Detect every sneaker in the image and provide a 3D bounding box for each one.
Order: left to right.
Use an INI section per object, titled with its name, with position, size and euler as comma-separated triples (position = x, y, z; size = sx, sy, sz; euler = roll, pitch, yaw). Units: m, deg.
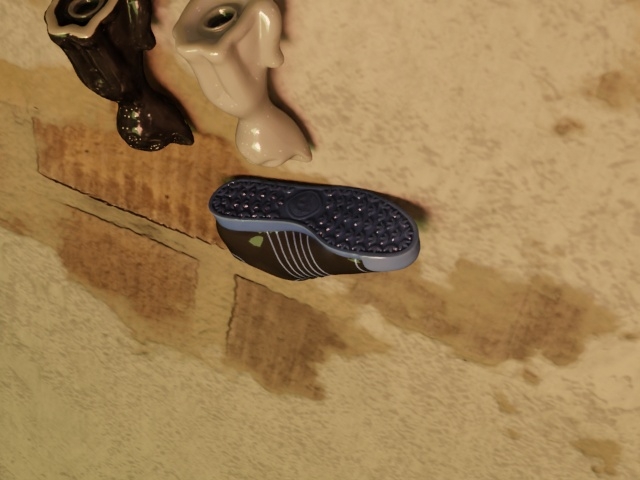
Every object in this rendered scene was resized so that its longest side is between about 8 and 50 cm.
[sneaker]
position = 0.000, 0.000, 1.390
size = 0.232, 0.081, 0.090
euler = 14, 145, 30

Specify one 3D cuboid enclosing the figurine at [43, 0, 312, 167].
[figurine]
position = -0.119, -0.143, 1.295
size = 0.215, 0.092, 0.209
euler = 10, 148, 22
